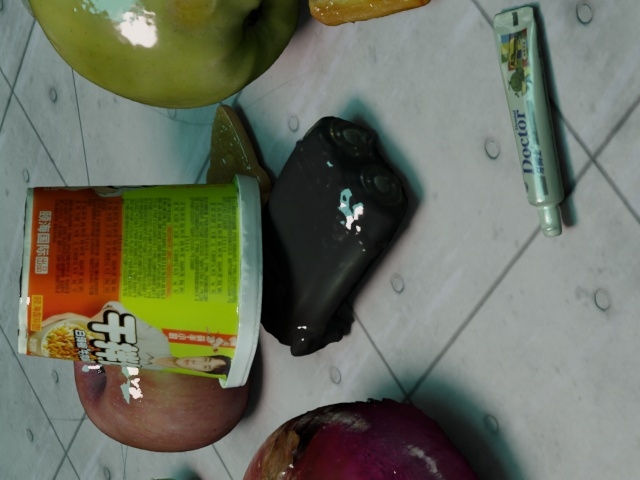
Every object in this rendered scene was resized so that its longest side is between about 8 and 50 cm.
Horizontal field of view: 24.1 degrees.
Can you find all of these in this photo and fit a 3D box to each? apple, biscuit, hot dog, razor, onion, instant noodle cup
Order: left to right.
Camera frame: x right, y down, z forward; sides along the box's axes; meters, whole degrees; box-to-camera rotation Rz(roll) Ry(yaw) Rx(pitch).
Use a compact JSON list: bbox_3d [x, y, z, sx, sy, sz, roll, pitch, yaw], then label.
[{"bbox_3d":[-0.247,0.050,2.015,0.294,0.308,0.294,-178,90,-80],"label":"instant noodle cup"},{"bbox_3d":[-0.244,0.181,2.261,0.305,0.235,0.306,28,126,48],"label":"apple"},{"bbox_3d":[-0.196,-0.333,1.916,0.357,0.357,0.357,25,122,48],"label":"apple"},{"bbox_3d":[-0.116,-0.073,2.160,0.162,0.035,0.250,4,109,48],"label":"biscuit"},{"bbox_3d":[-0.004,0.002,1.971,0.189,0.107,0.327,57,142,27],"label":"razor"},{"bbox_3d":[0.022,0.384,1.850,0.347,0.385,0.348,16,118,33],"label":"onion"},{"bbox_3d":[0.061,-0.303,1.816,0.066,0.047,0.215,45,154,-24],"label":"hot dog"}]

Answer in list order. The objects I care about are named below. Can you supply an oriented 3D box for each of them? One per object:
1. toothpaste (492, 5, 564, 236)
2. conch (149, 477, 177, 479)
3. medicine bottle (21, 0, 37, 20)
[{"bbox_3d":[0.234,-0.129,1.657,0.067,0.037,0.255,-8,92,55],"label":"toothpaste"},{"bbox_3d":[-0.232,0.503,2.453,0.143,0.137,0.251,-12,93,54],"label":"conch"},{"bbox_3d":[-0.338,-0.455,2.219,0.151,0.151,0.322,62,144,17],"label":"medicine bottle"}]
